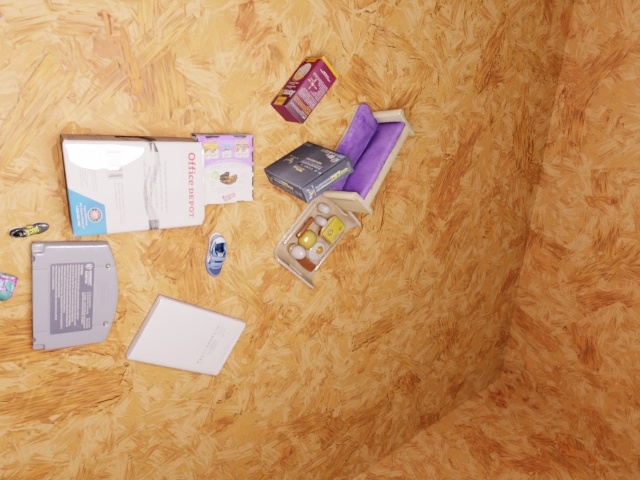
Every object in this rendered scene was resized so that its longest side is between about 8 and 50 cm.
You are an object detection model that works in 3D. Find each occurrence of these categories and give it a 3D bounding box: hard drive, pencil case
[{"bbox_3d":[-0.424,0.315,1.313,0.318,0.040,0.210,29,91,-40],"label":"hard drive"},{"bbox_3d":[-0.789,0.082,0.934,0.070,0.064,0.151,-44,131,8],"label":"pencil case"}]

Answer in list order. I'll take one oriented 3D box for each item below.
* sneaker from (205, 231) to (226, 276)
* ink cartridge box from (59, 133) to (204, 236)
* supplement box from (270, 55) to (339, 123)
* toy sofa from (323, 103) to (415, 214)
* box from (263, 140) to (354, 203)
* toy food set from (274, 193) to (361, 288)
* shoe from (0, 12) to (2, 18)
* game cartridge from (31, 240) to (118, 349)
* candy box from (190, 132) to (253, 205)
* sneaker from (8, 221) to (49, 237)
[{"bbox_3d":[-0.323,0.050,1.260,0.053,0.059,0.144,-7,114,-36],"label":"sneaker"},{"bbox_3d":[-0.465,-0.147,1.026,0.307,0.129,0.223,-8,113,-33],"label":"ink cartridge box"},{"bbox_3d":[-0.049,-0.450,1.213,0.081,0.104,0.188,40,84,-39],"label":"supplement box"},{"bbox_3d":[0.152,-0.282,1.362,0.177,0.150,0.363,41,73,-39],"label":"toy sofa"},{"bbox_3d":[-0.041,-0.215,1.236,0.183,0.232,0.059,-37,129,-17],"label":"box"},{"bbox_3d":[0.000,0.000,1.449,0.306,0.092,0.220,-52,129,-6],"label":"toy food set"},{"bbox_3d":[-0.712,-0.452,0.759,0.178,0.063,0.081,-24,117,-31],"label":"shoe"},{"bbox_3d":[-0.645,0.142,1.072,0.196,0.060,0.294,1,109,-32],"label":"game cartridge"},{"bbox_3d":[-0.281,-0.208,1.171,0.164,0.070,0.196,-10,114,-33],"label":"candy box"},{"bbox_3d":[-0.699,-0.021,0.973,0.083,0.035,0.031,-19,120,-28],"label":"sneaker"}]
